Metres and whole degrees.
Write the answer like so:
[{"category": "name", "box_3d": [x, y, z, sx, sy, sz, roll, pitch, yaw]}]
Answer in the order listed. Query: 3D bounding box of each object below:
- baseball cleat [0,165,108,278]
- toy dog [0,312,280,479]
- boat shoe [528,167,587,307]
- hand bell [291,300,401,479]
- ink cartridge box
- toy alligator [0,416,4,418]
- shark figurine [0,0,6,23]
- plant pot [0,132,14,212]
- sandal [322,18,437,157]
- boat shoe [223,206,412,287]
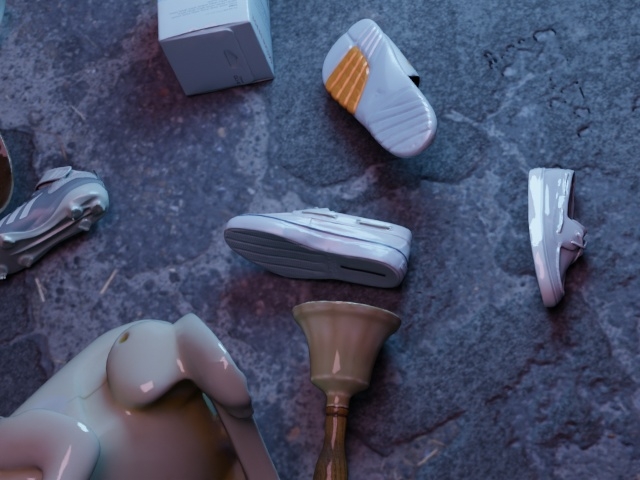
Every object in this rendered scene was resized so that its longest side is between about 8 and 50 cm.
[{"category": "baseball cleat", "box_3d": [-0.369, -0.025, 1.911, 0.205, 0.072, 0.109, -24, 42, -4]}, {"category": "toy dog", "box_3d": [-0.281, 0.247, 1.566, 0.407, 0.285, 0.395, -29, 41, -15]}, {"category": "boat shoe", "box_3d": [0.276, -0.006, 1.720, 0.063, 0.066, 0.184, -6, 49, 13]}, {"category": "hand bell", "box_3d": [0.016, 0.200, 1.654, 0.126, 0.126, 0.242, 2, 72, 16]}, {"category": "ink cartridge box", "box_3d": [-0.140, -0.304, 1.967, 0.127, 0.128, 0.176, -12, 57, 9]}, {"category": "toy alligator", "box_3d": [-0.391, 0.299, 1.725, 0.051, 0.056, 0.190, -35, 45, 44]}, {"category": "shark figurine", "box_3d": [-0.542, -0.264, 2.067, 0.278, 0.116, 0.166, -28, 58, 0]}, {"category": "plant pot", "box_3d": [-0.551, -0.073, 1.908, 0.230, 0.215, 0.215, -29, 53, 26]}, {"category": "sandal", "box_3d": [0.084, -0.173, 1.858, 0.102, 0.076, 0.265, -43, 43, 14]}, {"category": "boat shoe", "box_3d": [0.000, 0.000, 1.787, 0.226, 0.083, 0.076, 15, 52, 10]}]
